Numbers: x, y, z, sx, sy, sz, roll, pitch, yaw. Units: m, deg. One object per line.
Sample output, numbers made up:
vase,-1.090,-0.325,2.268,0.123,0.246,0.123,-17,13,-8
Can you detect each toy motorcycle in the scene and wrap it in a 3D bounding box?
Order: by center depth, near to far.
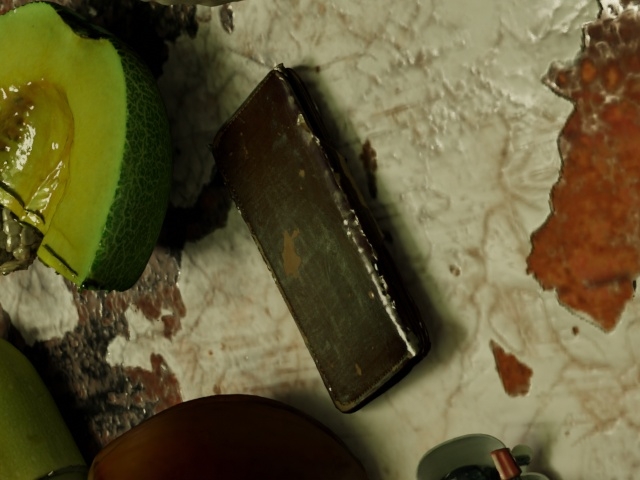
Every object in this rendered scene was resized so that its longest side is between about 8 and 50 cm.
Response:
toy motorcycle,0.103,0.195,0.997,0.221,0.102,0.150,6,-115,-87

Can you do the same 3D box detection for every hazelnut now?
hazelnut,-0.063,0.199,1.185,0.208,0.208,0.208,16,112,44

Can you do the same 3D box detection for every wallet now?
wallet,0.000,0.000,1.156,0.122,0.031,0.232,-44,67,49

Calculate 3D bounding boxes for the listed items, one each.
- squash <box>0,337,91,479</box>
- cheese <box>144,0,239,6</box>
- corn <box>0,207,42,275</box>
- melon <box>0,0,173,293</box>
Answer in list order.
squash,-0.287,0.158,1.448,0.123,0.123,0.187,-46,68,44
cheese,-0.019,-0.284,0.900,0.332,0.292,0.153,-48,65,35
corn,-0.279,-0.075,1.396,0.087,0.087,0.211,-1,101,48
melon,-0.178,-0.079,1.270,0.265,0.129,0.169,36,103,39
